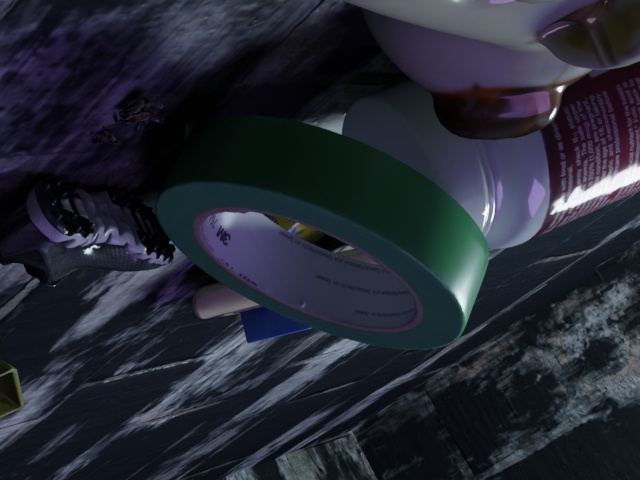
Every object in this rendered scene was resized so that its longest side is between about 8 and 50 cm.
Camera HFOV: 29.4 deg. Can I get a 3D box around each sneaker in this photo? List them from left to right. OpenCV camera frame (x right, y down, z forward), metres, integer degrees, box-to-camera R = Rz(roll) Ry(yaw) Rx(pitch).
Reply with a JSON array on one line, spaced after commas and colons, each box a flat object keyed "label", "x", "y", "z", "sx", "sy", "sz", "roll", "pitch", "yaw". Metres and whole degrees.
[{"label": "sneaker", "x": -0.234, "y": 0.000, "z": 1.185, "sx": 0.106, "sy": 0.078, "sz": 0.234, "roll": -31, "pitch": 162, "yaw": 18}]

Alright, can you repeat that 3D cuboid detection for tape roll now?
[{"label": "tape roll", "x": 0.000, "y": 0.000, "z": 1.183, "sx": 0.321, "sy": 0.321, "sz": 0.077, "roll": 107, "pitch": 6, "yaw": -69}]

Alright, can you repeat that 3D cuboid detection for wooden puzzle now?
[{"label": "wooden puzzle", "x": 0.020, "y": 0.081, "z": 1.697, "sx": 0.322, "sy": 0.080, "sz": 0.348, "roll": -14, "pitch": 171, "yaw": 9}]

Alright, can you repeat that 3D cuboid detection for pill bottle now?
[{"label": "pill bottle", "x": 0.234, "y": -0.125, "z": 1.328, "sx": 0.392, "sy": 0.224, "sz": 0.224, "roll": -22, "pitch": 164, "yaw": -25}]

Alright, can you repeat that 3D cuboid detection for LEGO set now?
[{"label": "LEGO set", "x": -0.167, "y": -0.108, "z": 1.057, "sx": 0.083, "sy": 0.023, "sz": 0.054, "roll": -20, "pitch": 167, "yaw": 21}]

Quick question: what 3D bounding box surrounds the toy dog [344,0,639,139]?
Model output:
[{"label": "toy dog", "x": 0.114, "y": -0.201, "z": 0.759, "sx": 0.395, "sy": 0.284, "sz": 0.408, "roll": -30, "pitch": 167, "yaw": 5}]

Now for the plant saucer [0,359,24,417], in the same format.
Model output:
[{"label": "plant saucer", "x": -0.462, "y": 0.201, "z": 1.485, "sx": 0.188, "sy": 0.045, "sz": 0.188, "roll": -24, "pitch": 165, "yaw": -18}]

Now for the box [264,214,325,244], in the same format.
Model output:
[{"label": "box", "x": -0.033, "y": -0.020, "z": 1.545, "sx": 0.105, "sy": 0.043, "sz": 0.179, "roll": -12, "pitch": 160, "yaw": -47}]
